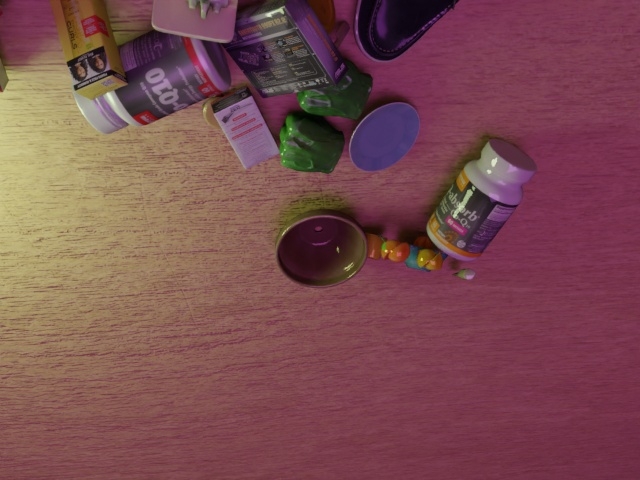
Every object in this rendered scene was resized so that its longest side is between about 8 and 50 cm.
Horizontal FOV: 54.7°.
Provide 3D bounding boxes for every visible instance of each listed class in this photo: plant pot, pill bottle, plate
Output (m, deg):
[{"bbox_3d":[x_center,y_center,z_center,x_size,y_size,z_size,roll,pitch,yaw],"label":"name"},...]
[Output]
[{"bbox_3d":[0.000,0.000,1.582,0.237,0.110,0.238,-3,130,-3],"label":"plant pot"},{"bbox_3d":[-0.339,-0.328,1.249,0.283,0.161,0.161,-21,128,11],"label":"pill bottle"},{"bbox_3d":[0.391,-0.098,1.511,0.162,0.162,0.279,16,125,-18],"label":"pill bottle"},{"bbox_3d":[0.145,-0.241,1.430,0.188,0.024,0.188,-19,140,-17],"label":"plate"}]

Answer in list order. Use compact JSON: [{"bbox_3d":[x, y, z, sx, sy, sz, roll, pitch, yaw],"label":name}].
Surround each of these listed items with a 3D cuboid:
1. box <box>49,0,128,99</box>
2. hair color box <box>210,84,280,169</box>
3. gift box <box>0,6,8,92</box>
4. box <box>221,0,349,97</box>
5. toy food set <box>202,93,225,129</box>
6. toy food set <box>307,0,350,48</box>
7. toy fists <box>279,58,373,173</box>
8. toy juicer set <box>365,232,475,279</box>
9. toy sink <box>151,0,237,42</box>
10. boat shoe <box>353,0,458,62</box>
[{"bbox_3d":[-0.440,-0.390,1.163,0.087,0.233,0.058,-18,172,10],"label":"box"},{"bbox_3d":[-0.165,-0.250,1.379,0.093,0.053,0.167,-25,136,1],"label":"hair color box"},{"bbox_3d":[-0.732,-0.354,1.123,0.254,0.258,0.276,4,136,-9],"label":"gift box"},{"bbox_3d":[-0.082,-0.378,1.221,0.231,0.056,0.183,3,142,46],"label":"box"},{"bbox_3d":[-0.221,-0.287,1.385,0.083,0.020,0.083,-21,127,11],"label":"toy food set"},{"bbox_3d":[-0.033,-0.462,1.210,0.071,0.128,0.218,-8,137,32],"label":"toy food set"},{"bbox_3d":[-0.004,-0.276,1.372,0.142,0.096,0.279,8,127,-28],"label":"toy fists"},{"bbox_3d":[0.280,0.035,1.596,0.328,0.209,0.090,14,87,-19],"label":"toy juicer set"},{"bbox_3d":[-0.212,-0.489,1.082,0.152,0.131,0.234,7,90,-11],"label":"toy sink"},{"bbox_3d":[0.235,-0.537,1.149,0.186,0.156,0.500,27,123,-27],"label":"boat shoe"}]
